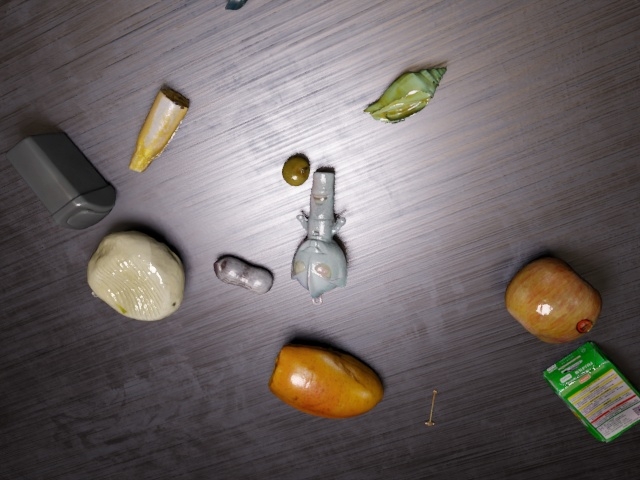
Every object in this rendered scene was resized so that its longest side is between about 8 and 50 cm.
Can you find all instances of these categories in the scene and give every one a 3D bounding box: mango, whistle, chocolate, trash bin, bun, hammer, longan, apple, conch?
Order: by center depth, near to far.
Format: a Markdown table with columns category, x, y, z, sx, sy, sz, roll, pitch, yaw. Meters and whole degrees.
| category | x | y | z | sx | sy | sz | roll | pitch | yaw |
| --- | --- | --- | --- | --- | --- | --- | --- | --- | --- |
| conch | 0.204 | -0.335 | 1.136 | 0.095 | 0.079 | 0.201 | 39 | 125 | -23 |
| trash bin | -0.618 | -0.141 | 1.200 | 0.101 | 0.176 | 0.236 | -34 | 100 | 14 |
| chocolate | -0.403 | -0.261 | 1.200 | 0.086 | 0.085 | 0.219 | 36 | 111 | -9 |
| longan | -0.056 | -0.169 | 1.206 | 0.075 | 0.083 | 0.075 | -6 | 100 | -34 |
| apple | 0.571 | 0.148 | 1.216 | 0.211 | 0.211 | 0.187 | 36 | 106 | -9 |
| whistle | 0.000 | 0.000 | 1.247 | 0.142 | 0.134 | 0.345 | 12 | 103 | 42 |
| bun | -0.471 | 0.077 | 1.279 | 0.260 | 0.160 | 0.259 | 6 | 125 | 9 |
| chocolate | -0.206 | 0.093 | 1.312 | 0.167 | 0.072 | 0.072 | 20 | 109 | -6 |
| mango | 0.021 | 0.393 | 1.356 | 0.350 | 0.199 | 0.201 | 23 | 139 | -18 |
| hammer | 0.330 | 0.495 | 1.456 | 0.029 | 0.014 | 0.122 | 2 | 107 | -7 |

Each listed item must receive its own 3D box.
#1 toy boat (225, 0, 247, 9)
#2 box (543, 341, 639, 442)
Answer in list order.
| category | x | y | z | sx | sy | sz | roll | pitch | yaw |
| --- | --- | --- | --- | --- | --- | --- | --- | --- | --- |
| toy boat | -0.167 | -0.567 | 1.084 | 0.060 | 0.055 | 0.141 | 34 | 108 | -17 |
| box | 0.763 | 0.420 | 1.357 | 0.180 | 0.103 | 0.250 | -41 | 104 | 16 |
